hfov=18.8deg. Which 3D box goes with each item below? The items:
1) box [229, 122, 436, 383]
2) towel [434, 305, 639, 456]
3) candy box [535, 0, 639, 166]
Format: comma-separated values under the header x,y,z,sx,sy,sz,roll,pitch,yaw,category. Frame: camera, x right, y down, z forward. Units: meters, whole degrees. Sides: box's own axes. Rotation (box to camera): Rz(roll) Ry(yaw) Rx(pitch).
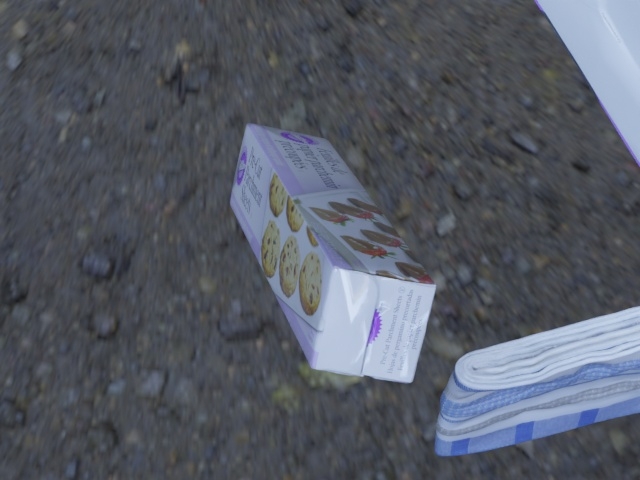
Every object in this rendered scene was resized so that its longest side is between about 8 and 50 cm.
x,y,z,sx,sy,sz,roll,pitch,yaw,category
0.000,0.000,1.217,0.063,0.324,0.067,10,106,-14,box
0.193,0.111,1.484,0.209,0.285,0.034,-14,73,-5,towel
0.186,-0.080,0.609,0.196,0.070,0.165,-34,93,-19,candy box
